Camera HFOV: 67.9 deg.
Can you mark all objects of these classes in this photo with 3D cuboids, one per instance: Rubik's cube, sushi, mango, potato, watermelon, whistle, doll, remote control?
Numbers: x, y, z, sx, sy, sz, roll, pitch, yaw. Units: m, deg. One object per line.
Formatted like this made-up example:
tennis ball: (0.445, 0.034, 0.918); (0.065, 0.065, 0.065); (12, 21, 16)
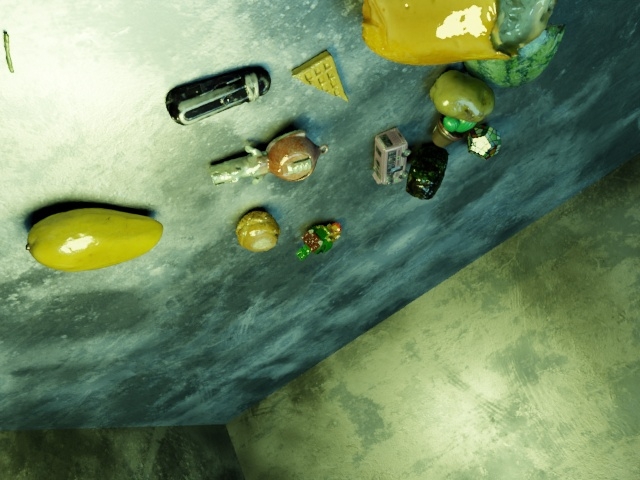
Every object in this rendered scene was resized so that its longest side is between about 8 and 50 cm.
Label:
Rubik's cube: (0.623, -0.375, 1.816); (0.133, 0.133, 0.112); (17, 102, -53)
sushi: (0.390, -0.255, 1.718); (0.127, 0.124, 0.225); (99, 17, -48)
mango: (-0.605, 0.002, 1.281); (0.331, 0.142, 0.195); (3, 142, -48)
potato: (0.439, -0.447, 1.479); (0.200, 0.154, 0.137); (12, 107, -14)
watermelon: (0.562, -0.558, 1.444); (0.260, 0.256, 0.176); (93, 17, -48)
whistle: (-0.142, -0.225, 1.362); (0.346, 0.134, 0.142); (-16, 158, -8)
doll: (0.003, -0.005, 1.846); (0.186, 0.106, 0.134); (-29, 161, -36)
remote control: (-0.236, -0.344, 1.143); (0.266, 0.066, 0.090); (-22, 154, -13)

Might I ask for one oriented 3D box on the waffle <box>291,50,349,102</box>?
waffle: (0.002, -0.410, 1.285); (0.125, 0.032, 0.191); (-31, 150, 0)

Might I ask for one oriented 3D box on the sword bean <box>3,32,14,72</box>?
sword bean: (-0.582, -0.348, 0.886); (0.012, 0.012, 0.083); (-10, 147, -32)

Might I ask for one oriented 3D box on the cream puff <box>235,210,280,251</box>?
cream puff: (-0.210, -0.037, 1.597); (0.150, 0.115, 0.165); (-7, 153, -24)

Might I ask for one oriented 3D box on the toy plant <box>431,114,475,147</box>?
toy plant: (0.462, -0.403, 1.627); (0.143, 0.105, 0.200); (-17, 159, -34)

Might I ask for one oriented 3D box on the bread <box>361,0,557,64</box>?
bread: (0.291, -0.512, 1.044); (0.361, 0.394, 0.250); (-26, 115, -45)

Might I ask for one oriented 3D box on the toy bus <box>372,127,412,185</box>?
toy bus: (0.241, -0.281, 1.638); (0.108, 0.096, 0.199); (-20, 148, -9)
